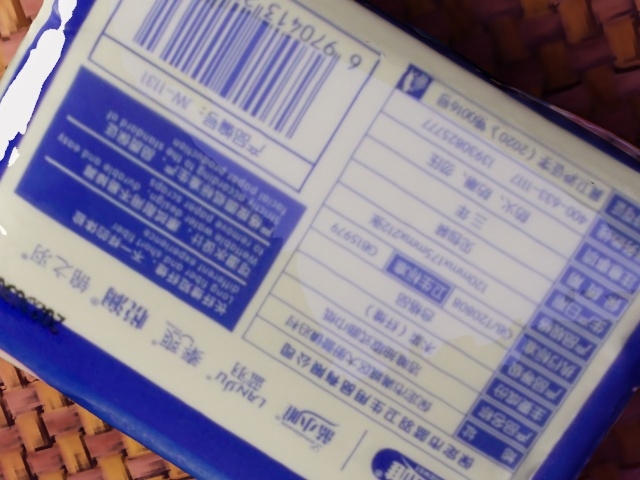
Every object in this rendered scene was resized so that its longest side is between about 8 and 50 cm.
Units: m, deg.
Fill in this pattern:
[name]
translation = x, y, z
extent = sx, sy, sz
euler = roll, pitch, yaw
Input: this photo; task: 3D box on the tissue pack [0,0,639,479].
[tissue pack]
translation = 0.000, 0.000, 0.657
extent = 0.269, 0.137, 0.209
euler = 30, 108, 3
